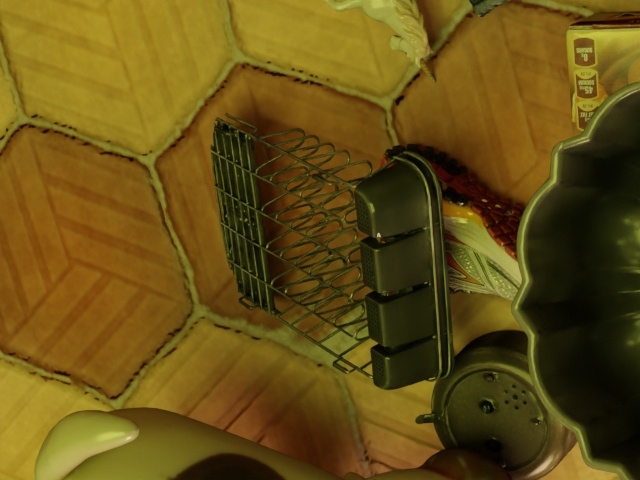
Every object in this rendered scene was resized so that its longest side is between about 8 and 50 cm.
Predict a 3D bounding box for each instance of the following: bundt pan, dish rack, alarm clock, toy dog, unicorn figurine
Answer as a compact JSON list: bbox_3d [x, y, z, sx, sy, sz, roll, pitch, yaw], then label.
[{"bbox_3d":[0.310,0.034,1.314,0.331,0.124,0.331,2,95,31],"label":"bundt pan"},{"bbox_3d":[0.000,0.000,1.577,0.271,0.074,0.208,28,131,49],"label":"dish rack"},{"bbox_3d":[0.179,0.147,1.578,0.192,0.064,0.129,-4,104,24],"label":"alarm clock"},{"bbox_3d":[-0.023,0.272,1.574,0.408,0.284,0.395,6,129,19],"label":"toy dog"},{"bbox_3d":[0.053,-0.218,1.524,0.111,0.060,0.162,21,114,20],"label":"unicorn figurine"}]

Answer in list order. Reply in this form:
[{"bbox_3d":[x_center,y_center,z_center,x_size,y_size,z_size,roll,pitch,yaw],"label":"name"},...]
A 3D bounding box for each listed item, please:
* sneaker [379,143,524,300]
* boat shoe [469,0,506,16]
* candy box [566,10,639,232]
[{"bbox_3d":[0.137,0.010,1.548,0.225,0.088,0.093,37,124,22],"label":"sneaker"},{"bbox_3d":[0.177,-0.253,1.454,0.183,0.065,0.083,-30,93,37],"label":"boat shoe"},{"bbox_3d":[0.302,-0.023,1.445,0.183,0.087,0.316,1,105,26],"label":"candy box"}]
